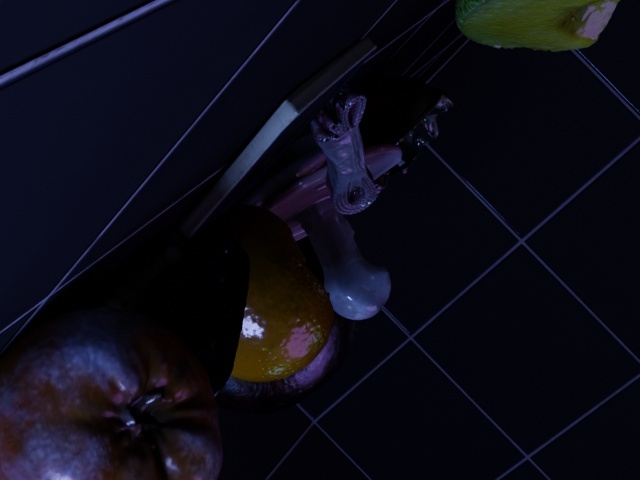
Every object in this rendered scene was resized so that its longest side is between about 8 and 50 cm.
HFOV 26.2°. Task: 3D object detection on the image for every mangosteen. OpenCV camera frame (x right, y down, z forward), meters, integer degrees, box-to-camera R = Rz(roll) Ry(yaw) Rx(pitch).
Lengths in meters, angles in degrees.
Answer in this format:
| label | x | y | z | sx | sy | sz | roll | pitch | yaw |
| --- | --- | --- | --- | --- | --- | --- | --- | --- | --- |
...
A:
| label | x | y | z | sx | sy | sz | roll | pitch | yaw |
| --- | --- | --- | --- | --- | --- | --- | --- | --- | --- |
| mangosteen | -0.091 | 0.119 | 2.207 | 0.330 | 0.330 | 0.330 | -44 | 179 | -1 |

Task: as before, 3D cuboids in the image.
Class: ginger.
| label | x | y | z | sx | sy | sz | roll | pitch | yaw |
| --- | --- | --- | --- | --- | --- | --- | --- | --- | --- |
| ginger | -0.212 | 0.055 | 1.554 | 0.137 | 0.044 | 0.057 | -46 | 162 | -9 |

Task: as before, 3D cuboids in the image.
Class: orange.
| label | x | y | z | sx | sy | sz | roll | pitch | yaw |
| --- | --- | --- | --- | --- | --- | --- | --- | --- | --- |
| orange | -0.101 | 0.065 | 1.724 | 0.179 | 0.237 | 0.158 | -36 | 157 | 16 |

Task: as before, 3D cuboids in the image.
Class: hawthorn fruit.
| label | x | y | z | sx | sy | sz | roll | pitch | yaw |
| --- | --- | --- | --- | --- | --- | --- | --- | --- | --- |
| hawthorn fruit | -0.210 | 0.191 | 1.307 | 0.231 | 0.235 | 0.263 | -15 | 153 | -19 |

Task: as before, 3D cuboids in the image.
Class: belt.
| label | x | y | z | sx | sy | sz | roll | pitch | yaw |
| --- | --- | --- | --- | --- | --- | --- | --- | --- | --- |
| belt | 0.027 | -0.110 | 1.697 | 0.071 | 0.053 | 0.232 | -22 | 148 | -7 |

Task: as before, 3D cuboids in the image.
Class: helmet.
| label | x | y | z | sx | sy | sz | roll | pitch | yaw |
| --- | --- | --- | --- | --- | --- | --- | --- | --- | --- |
| helmet | 0.097 | -0.178 | 2.123 | 0.198 | 0.130 | 0.224 | -48 | 170 | -11 |

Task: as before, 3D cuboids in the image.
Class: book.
| label | x | y | z | sx | sy | sz | roll | pitch | yaw |
| --- | --- | --- | --- | --- | --- | --- | --- | --- | --- |
| book | -0.056 | -0.108 | 1.551 | 0.269 | 0.025 | 0.191 | -45 | 179 | 41 |

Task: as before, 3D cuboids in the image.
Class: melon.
| label | x | y | z | sx | sy | sz | roll | pitch | yaw |
| --- | --- | --- | --- | --- | --- | --- | --- | --- | --- |
| melon | 0.279 | -0.316 | 1.535 | 0.331 | 0.226 | 0.343 | -55 | -164 | -23 |

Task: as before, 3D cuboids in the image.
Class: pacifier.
| label | x | y | z | sx | sy | sz | roll | pitch | yaw |
| --- | --- | --- | --- | --- | --- | --- | --- | --- | --- |
| pacifier | 0.000 | -0.032 | 1.942 | 0.220 | 0.273 | 0.332 | -64 | -171 | -28 |

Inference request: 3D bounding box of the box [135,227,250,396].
| label | x | y | z | sx | sy | sz | roll | pitch | yaw |
| --- | --- | --- | --- | --- | --- | --- | --- | --- | --- |
| box | -0.206 | 0.137 | 1.555 | 0.289 | 0.073 | 0.290 | -35 | -156 | 24 |
